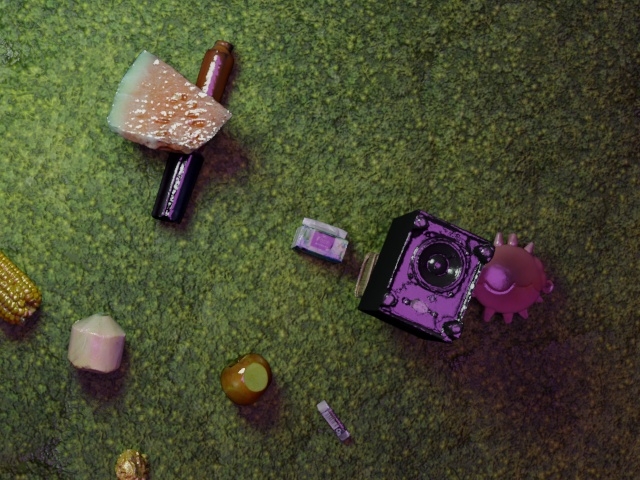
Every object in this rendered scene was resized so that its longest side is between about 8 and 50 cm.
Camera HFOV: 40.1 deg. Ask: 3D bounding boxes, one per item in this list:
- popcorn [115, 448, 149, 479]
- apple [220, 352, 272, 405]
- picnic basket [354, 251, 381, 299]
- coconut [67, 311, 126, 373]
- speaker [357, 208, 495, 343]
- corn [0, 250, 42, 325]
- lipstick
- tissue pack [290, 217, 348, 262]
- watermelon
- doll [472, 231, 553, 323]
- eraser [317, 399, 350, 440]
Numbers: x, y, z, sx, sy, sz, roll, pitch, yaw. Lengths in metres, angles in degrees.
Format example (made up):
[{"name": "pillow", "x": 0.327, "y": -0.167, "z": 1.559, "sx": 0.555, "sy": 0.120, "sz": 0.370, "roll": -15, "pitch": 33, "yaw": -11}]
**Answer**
[{"name": "popcorn", "x": -0.400, "y": 0.489, "z": 1.875, "sx": 0.057, "sy": 0.083, "sz": 0.082, "roll": -19, "pitch": 56, "yaw": 18}, {"name": "apple", "x": -0.160, "y": 0.303, "z": 1.912, "sx": 0.114, "sy": 0.099, "sz": 0.102, "roll": -38, "pitch": 102, "yaw": -35}, {"name": "picnic basket", "x": 0.169, "y": 0.099, "z": 1.985, "sx": 0.164, "sy": 0.079, "sz": 0.115, "roll": 17, "pitch": 85, "yaw": -9}, {"name": "coconut", "x": -0.470, "y": 0.212, "z": 1.851, "sx": 0.116, "sy": 0.116, "sz": 0.122, "roll": 13, "pitch": 91, "yaw": -9}, {"name": "speaker", "x": 0.218, "y": 0.075, "z": 1.827, "sx": 0.184, "sy": 0.254, "sz": 0.232, "roll": 24, "pitch": 83, "yaw": -6}, {"name": "corn", "x": -0.708, "y": 0.046, "z": 1.821, "sx": 0.102, "sy": 0.102, "sz": 0.313, "roll": -45, "pitch": 96, "yaw": -9}, {"name": "lipstick", "x": -0.274, "y": -0.239, "z": 1.920, "sx": 0.077, "sy": 0.077, "sz": 0.418, "roll": 19, "pitch": 84, "yaw": -9}, {"name": "tissue pack", "x": 0.001, "y": 0.000, "z": 1.957, "sx": 0.111, "sy": 0.085, "sz": 0.079, "roll": 19, "pitch": 84, "yaw": -8}, {"name": "watermelon", "x": -0.299, "y": -0.261, "z": 1.836, "sx": 0.257, "sy": 0.140, "sz": 0.192, "roll": 23, "pitch": 82, "yaw": 20}, {"name": "doll", "x": 0.417, "y": 0.087, "z": 2.024, "sx": 0.262, "sy": 0.093, "sz": 0.211, "roll": 2, "pitch": 91, "yaw": -10}, {"name": "eraser", "x": 0.029, "y": 0.406, "z": 1.980, "sx": 0.027, "sy": 0.019, "sz": 0.099, "roll": -37, "pitch": 95, "yaw": 4}]
